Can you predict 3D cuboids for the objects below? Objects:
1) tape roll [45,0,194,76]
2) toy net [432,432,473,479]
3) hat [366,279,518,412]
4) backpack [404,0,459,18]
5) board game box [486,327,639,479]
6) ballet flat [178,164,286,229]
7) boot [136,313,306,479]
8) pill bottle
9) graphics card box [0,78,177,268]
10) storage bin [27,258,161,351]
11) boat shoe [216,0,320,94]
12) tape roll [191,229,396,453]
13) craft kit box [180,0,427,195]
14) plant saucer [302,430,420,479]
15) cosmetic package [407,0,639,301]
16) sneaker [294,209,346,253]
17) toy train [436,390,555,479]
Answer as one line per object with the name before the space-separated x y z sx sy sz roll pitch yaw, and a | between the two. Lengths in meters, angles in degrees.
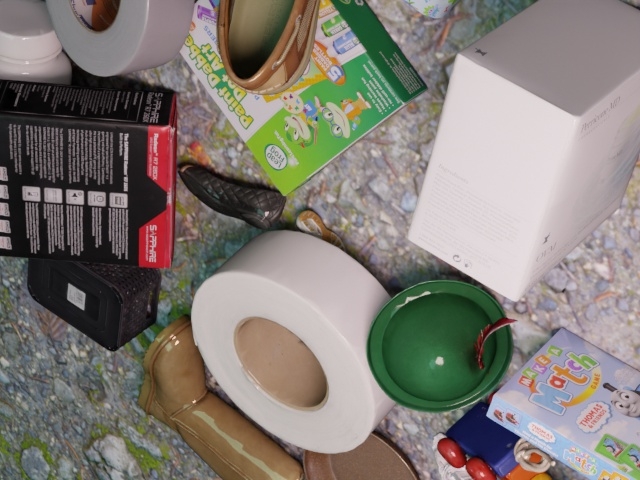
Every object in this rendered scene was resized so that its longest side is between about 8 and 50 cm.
tape roll | -0.244 -0.309 1.774 0.219 0.072 0.219 18 115 45
toy net | 0.219 0.336 1.852 0.232 0.045 0.122 50 137 3
hat | 0.144 0.153 1.654 0.173 0.183 0.208 -18 117 4
backpack | 0.105 -0.289 1.508 0.114 0.105 0.084 40 133 -3
board game box | 0.310 0.193 1.599 0.211 0.160 0.039 29 131 23
ballet flat | -0.114 -0.060 1.895 0.173 0.049 0.057 25 158 33
boot | -0.126 0.250 2.067 0.269 0.089 0.236 39 148 15
pill bottle | -0.398 -0.200 1.972 0.131 0.131 0.229 30 132 23
graphics card box | -0.372 -0.088 1.916 0.371 0.094 0.232 3 128 -3
storage bin | -0.324 0.059 2.110 0.180 0.084 0.122 31 132 23
boat shoe | -0.043 -0.308 1.549 0.123 0.120 0.324 8 102 11
tape roll | -0.025 0.128 1.863 0.286 0.100 0.286 25 139 25
craft kit box | -0.034 -0.210 1.715 0.250 0.061 0.247 54 139 0
plant saucer | 0.066 0.322 1.980 0.199 0.036 0.198 21 128 30
cosmetic package | 0.219 -0.101 1.442 0.138 0.224 0.224 30 133 23
sneaker | 0.000 0.000 1.840 0.083 0.032 0.037 54 153 2
toy train | 0.244 0.275 1.693 0.143 0.105 0.248 52 171 -17
